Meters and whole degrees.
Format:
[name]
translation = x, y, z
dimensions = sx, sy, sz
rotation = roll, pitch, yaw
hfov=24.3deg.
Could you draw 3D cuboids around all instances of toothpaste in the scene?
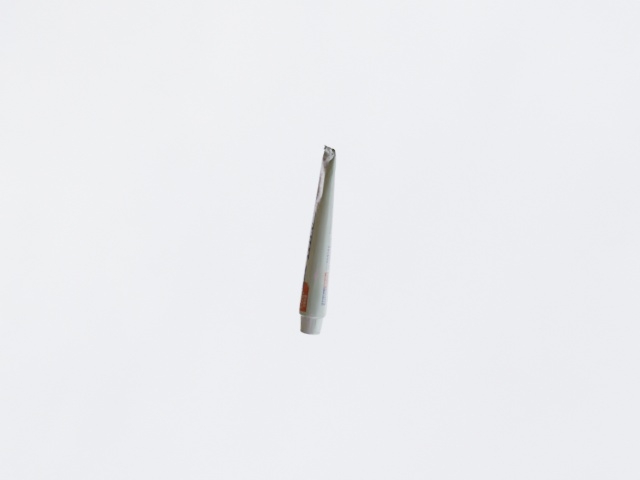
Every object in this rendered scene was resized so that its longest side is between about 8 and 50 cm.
[toothpaste]
translation = 0.000, 0.000, 1.707
dimensions = 0.052, 0.033, 0.218
rotation = -146, -119, -74
